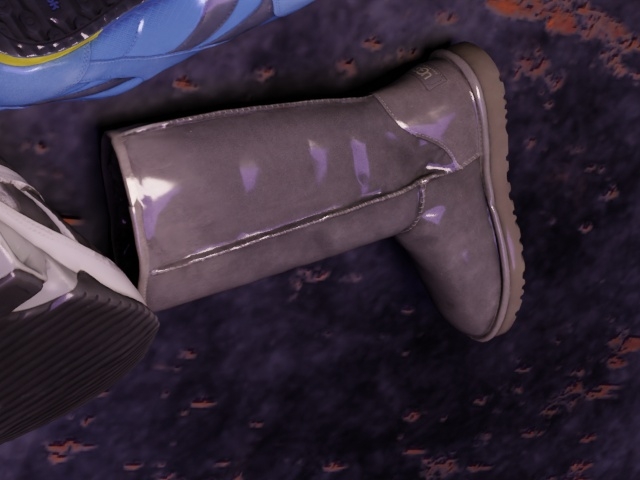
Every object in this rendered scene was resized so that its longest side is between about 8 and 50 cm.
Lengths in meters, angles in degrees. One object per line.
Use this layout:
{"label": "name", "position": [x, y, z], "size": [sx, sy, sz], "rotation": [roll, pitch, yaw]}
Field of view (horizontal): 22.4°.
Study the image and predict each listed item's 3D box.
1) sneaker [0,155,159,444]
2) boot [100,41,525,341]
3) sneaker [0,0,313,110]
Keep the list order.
{"label": "sneaker", "position": [-0.171, -0.004, 0.703], "size": [0.122, 0.146, 0.330], "rotation": [-32, 159, -1]}
{"label": "boot", "position": [-0.001, 0.000, 0.833], "size": [0.208, 0.076, 0.190], "rotation": [-24, 118, -24]}
{"label": "sneaker", "position": [-0.074, -0.109, 0.724], "size": [0.209, 0.069, 0.082], "rotation": [-22, 165, -27]}
